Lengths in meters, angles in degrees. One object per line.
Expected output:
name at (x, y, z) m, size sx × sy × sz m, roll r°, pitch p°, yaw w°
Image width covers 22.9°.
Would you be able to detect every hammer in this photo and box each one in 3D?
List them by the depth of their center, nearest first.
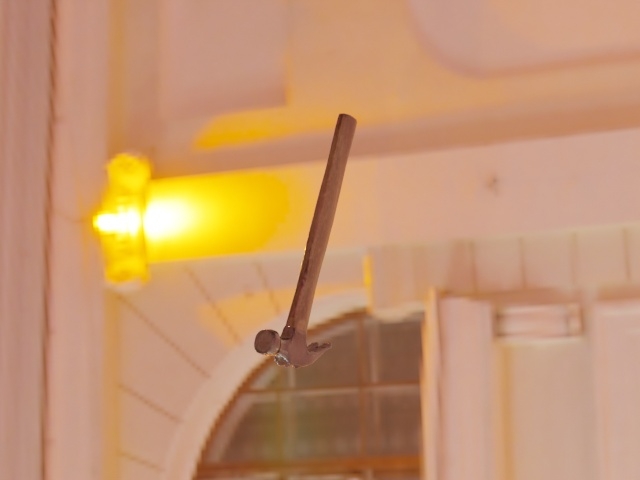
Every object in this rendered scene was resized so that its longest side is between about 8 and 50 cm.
hammer at (0.000, 0.000, 1.071) m, size 0.062 × 0.017 × 0.182 m, roll 34°, pitch -115°, yaw -48°
